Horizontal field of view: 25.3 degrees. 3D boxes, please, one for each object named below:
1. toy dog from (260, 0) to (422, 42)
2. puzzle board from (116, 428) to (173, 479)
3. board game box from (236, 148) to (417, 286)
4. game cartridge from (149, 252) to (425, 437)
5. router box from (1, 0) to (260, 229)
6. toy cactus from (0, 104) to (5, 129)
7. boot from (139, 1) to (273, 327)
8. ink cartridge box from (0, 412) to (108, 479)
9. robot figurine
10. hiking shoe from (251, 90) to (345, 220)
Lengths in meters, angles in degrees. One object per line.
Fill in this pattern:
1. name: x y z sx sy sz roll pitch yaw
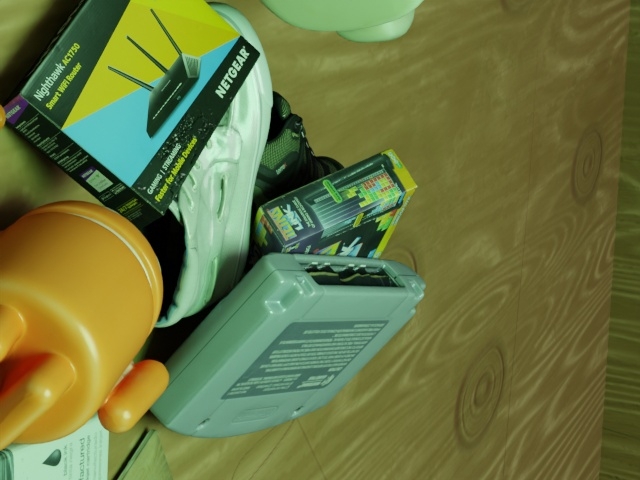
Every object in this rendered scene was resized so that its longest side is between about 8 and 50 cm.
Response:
1. toy dog: 0.028 -0.394 1.097 0.395 0.284 0.408 38 52 -45
2. puzzle board: -0.164 0.238 1.220 0.128 0.011 0.096 -58 148 -42
3. board game box: 0.000 0.000 1.294 0.141 0.048 0.170 -26 162 -23
4. game cartridge: -0.031 0.097 1.289 0.196 0.060 0.294 -51 157 16
5. router box: -0.136 -0.115 1.045 0.133 0.046 0.179 41 52 -19
6. toy cactus: -0.273 -0.032 0.801 0.180 0.112 0.219 -9 116 -55
7. boot: -0.104 -0.057 1.150 0.123 0.095 0.258 -39 134 -66
8. ink cartridge box: -0.235 0.201 0.954 0.208 0.087 0.153 -15 111 -63
9. robot figurine: -0.182 0.049 0.955 0.219 0.158 0.128 -62 161 -63
10. hiking shoe: -0.032 -0.080 1.319 0.227 0.086 0.114 -12 111 -64
